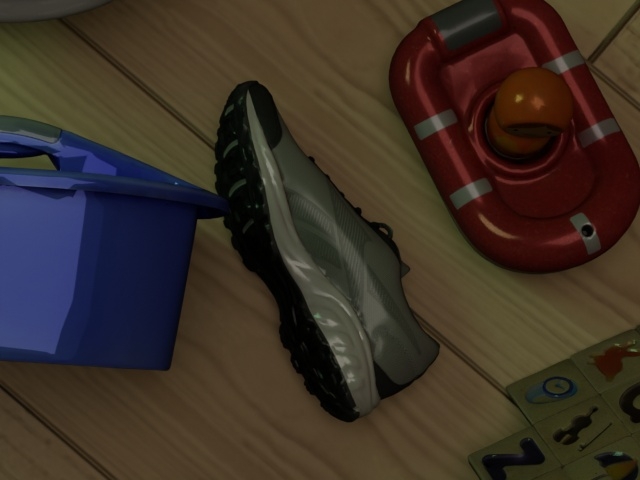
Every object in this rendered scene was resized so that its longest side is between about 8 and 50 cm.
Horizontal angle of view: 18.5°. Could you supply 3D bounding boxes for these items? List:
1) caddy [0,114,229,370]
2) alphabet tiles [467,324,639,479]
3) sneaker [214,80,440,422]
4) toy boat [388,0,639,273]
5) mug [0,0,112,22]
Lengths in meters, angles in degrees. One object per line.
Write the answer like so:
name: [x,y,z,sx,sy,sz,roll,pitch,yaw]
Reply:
caddy: [-0.238,-0.002,1.424,0.341,0.241,0.179,4,87,-4]
alphabet tiles: [0.292,0.137,1.443,0.342,0.285,0.011,-24,123,-7]
sneaker: [0.000,0.000,1.519,0.108,0.100,0.271,-24,86,-22]
toy boat: [0.156,-0.089,1.508,0.151,0.151,0.231,-27,83,-7]
mug: [-0.192,-0.337,1.469,0.374,0.276,0.328,6,69,-43]
